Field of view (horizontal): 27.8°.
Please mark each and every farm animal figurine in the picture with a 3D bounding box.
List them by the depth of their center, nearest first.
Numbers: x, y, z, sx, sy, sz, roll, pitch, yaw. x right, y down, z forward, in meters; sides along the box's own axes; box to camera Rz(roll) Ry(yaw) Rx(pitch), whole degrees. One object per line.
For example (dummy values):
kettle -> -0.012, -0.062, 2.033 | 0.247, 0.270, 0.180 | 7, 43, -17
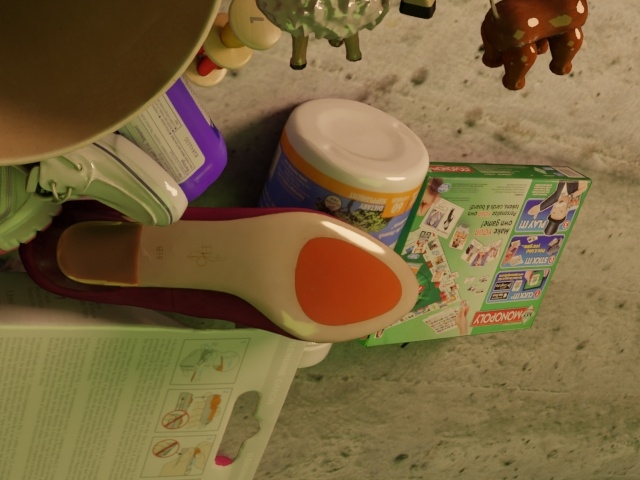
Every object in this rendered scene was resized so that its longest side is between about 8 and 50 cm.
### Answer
farm animal figurine -> 0.112, -0.298, 1.106 | 0.326, 0.330, 0.172 | 1, 137, 0

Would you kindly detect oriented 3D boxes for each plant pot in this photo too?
plant pot -> -0.236, -0.231, 0.861 | 0.256, 0.274, 0.256 | -22, 139, -21

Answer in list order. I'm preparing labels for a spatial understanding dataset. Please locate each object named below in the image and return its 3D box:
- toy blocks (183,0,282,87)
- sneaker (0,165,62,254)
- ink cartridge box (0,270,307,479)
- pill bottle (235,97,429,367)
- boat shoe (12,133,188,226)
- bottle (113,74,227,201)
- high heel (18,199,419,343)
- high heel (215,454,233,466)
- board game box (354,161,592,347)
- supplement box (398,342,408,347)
toy blocks -> -0.120, -0.189, 1.141 | 0.123, 0.054, 0.148 | 33, 151, -22
sneaker -> -0.353, -0.005, 1.141 | 0.252, 0.103, 0.111 | -42, 118, -10
ink cartridge box -> -0.236, 0.173, 1.361 | 0.385, 0.091, 0.308 | 2, 129, -25
pill bottle -> 0.000, 0.000, 1.364 | 0.152, 0.152, 0.272 | -4, 130, -33
boat shoe -> -0.225, -0.066, 1.100 | 0.076, 0.226, 0.083 | -58, -178, -26
bottle -> -0.180, -0.152, 1.104 | 0.092, 0.118, 0.283 | -45, 137, -15
high heel -> -0.098, 0.019, 1.260 | 0.377, 0.181, 0.127 | 13, 88, -24
high heel -> -0.113, 0.380, 1.686 | 0.082, 0.117, 0.244 | -21, 139, -18
board game box -> 0.179, 0.014, 1.526 | 0.317, 0.046, 0.213 | -1, 119, -46
supplement box -> 0.098, 0.074, 1.584 | 0.083, 0.056, 0.083 | -44, 141, 8
